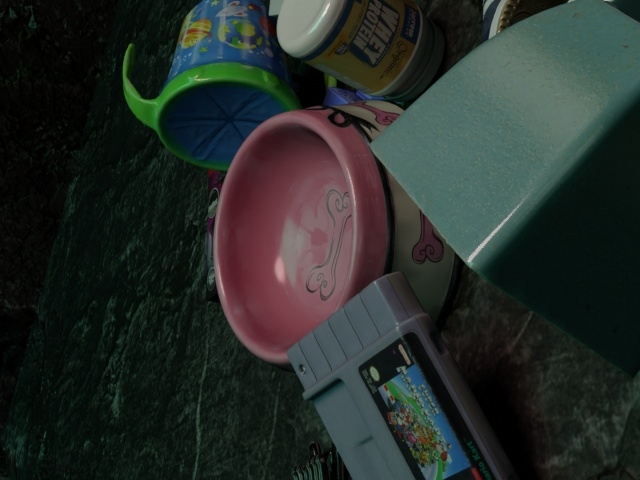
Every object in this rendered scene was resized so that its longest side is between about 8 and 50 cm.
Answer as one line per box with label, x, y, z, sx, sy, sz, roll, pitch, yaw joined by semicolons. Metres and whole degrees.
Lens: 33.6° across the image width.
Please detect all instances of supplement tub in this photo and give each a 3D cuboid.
supplement tub;0.056;-0.284;1.448;0.144;0.199;0.144;-34;45;43

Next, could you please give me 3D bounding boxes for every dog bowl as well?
dog bowl;0.000;0.000;1.451;0.408;0.150;0.408;-6;82;51

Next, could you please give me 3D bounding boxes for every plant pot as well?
plant pot;0.247;-0.075;0.992;0.252;0.247;0.247;-50;34;12

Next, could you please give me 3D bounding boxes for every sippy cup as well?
sippy cup;-0.145;-0.267;1.711;0.240;0.305;0.224;-32;47;37

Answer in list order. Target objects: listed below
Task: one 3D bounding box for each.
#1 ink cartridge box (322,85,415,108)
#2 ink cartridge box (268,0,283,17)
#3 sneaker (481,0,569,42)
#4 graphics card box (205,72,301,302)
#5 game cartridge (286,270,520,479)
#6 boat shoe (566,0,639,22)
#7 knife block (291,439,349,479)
ink cartridge box;0.035;-0.106;1.611;0.186;0.065;0.311;49;123;57
ink cartridge box;0.011;-0.369;1.648;0.109;0.150;0.063;16;99;63
sneaker;0.218;-0.293;1.264;0.153;0.099;0.282;0;74;58
graphics card box;-0.118;-0.091;1.869;0.232;0.094;0.371;-34;53;55
game cartridge;0.102;0.234;1.193;0.355;0.068;0.230;62;146;12
boat shoe;0.323;-0.270;1.078;0.258;0.095;0.084;-36;45;41
knife block;0.064;0.387;1.373;0.276;0.242;0.088;48;143;0
